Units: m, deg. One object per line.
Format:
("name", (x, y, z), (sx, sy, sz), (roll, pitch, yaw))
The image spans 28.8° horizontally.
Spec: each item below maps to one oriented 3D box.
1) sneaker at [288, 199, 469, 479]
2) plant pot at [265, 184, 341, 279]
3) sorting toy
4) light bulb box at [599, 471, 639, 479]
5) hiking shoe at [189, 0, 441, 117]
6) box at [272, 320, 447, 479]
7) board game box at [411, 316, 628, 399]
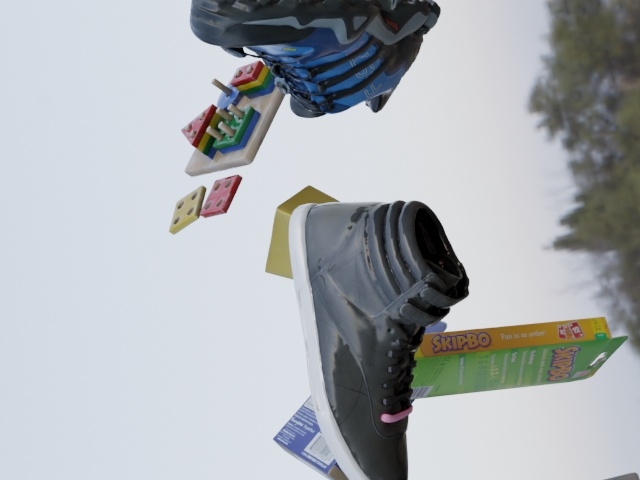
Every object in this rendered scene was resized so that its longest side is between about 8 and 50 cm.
("sneaker", (0.071, 0.097, 1.151), (0.105, 0.147, 0.295), (-9, -94, -61))
("plant pot", (0.000, 0.000, 1.341), (0.081, 0.083, 0.081), (-39, -36, -56))
("sorting toy", (-0.105, -0.136, 1.390), (0.046, 0.132, 0.274), (35, -113, -28))
("light bulb box", (0.136, 0.400, 1.309), (0.361, 0.358, 0.225), (4, -110, -53))
("hiking shoe", (-0.002, -0.163, 1.084), (0.304, 0.113, 0.132), (-8, -57, -51))
("box", (0.055, 0.178, 1.477), (0.036, 0.225, 0.136), (47, 166, -28))
("board game box", (0.199, 0.131, 1.374), (0.124, 0.260, 0.039), (111, 154, -59))
